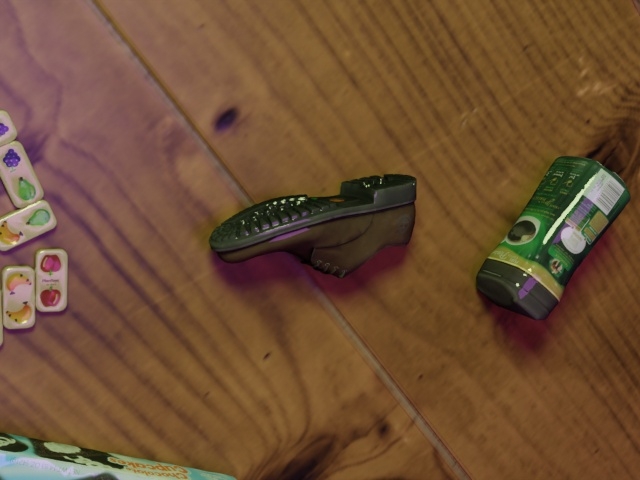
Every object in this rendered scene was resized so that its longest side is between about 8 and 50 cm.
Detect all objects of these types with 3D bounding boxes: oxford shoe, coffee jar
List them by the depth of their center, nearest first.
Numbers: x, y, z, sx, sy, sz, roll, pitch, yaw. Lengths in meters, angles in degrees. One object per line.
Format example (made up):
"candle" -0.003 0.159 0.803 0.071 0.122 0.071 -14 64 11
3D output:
"oxford shoe" 0.000 0.000 1.017 0.227 0.083 0.096 -11 109 -23
"coffee jar" 0.255 -0.001 1.131 0.079 0.096 0.184 40 82 -23

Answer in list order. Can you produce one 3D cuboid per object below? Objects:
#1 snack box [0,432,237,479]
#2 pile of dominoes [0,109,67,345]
"snack box" -0.242 0.293 0.967 0.322 0.060 0.187 17 92 -28
"pile of dominoes" -0.343 0.026 0.879 0.251 0.040 0.196 -28 110 -18
